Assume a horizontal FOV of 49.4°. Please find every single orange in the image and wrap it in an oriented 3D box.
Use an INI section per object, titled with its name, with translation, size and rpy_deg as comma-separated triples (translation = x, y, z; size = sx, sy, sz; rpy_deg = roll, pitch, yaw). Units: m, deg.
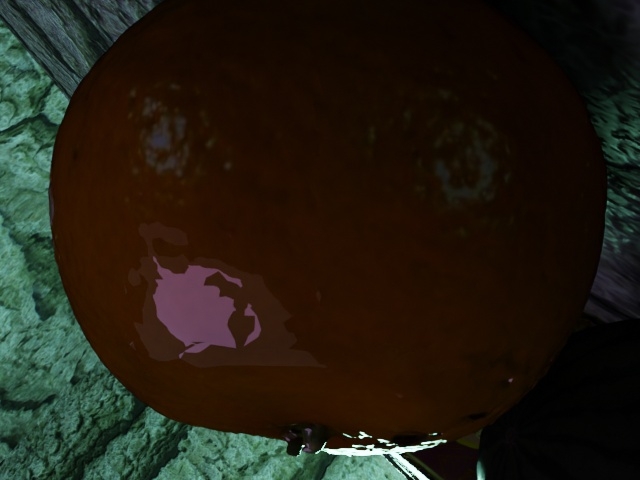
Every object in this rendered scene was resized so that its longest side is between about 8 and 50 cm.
[orange]
translation = 0.000, 0.000, 0.547
size = 0.423, 0.327, 0.424
rpy_deg = 2, 159, 1

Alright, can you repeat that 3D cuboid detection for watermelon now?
[watermelon]
translation = 0.306, 0.211, 0.568
size = 0.359, 0.279, 0.279
rpy_deg = 20, 174, -20

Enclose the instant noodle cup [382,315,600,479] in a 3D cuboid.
[instant noodle cup]
translation = 0.259, 0.245, 0.846
size = 0.339, 0.266, 0.340
rpy_deg = 39, 168, 10
